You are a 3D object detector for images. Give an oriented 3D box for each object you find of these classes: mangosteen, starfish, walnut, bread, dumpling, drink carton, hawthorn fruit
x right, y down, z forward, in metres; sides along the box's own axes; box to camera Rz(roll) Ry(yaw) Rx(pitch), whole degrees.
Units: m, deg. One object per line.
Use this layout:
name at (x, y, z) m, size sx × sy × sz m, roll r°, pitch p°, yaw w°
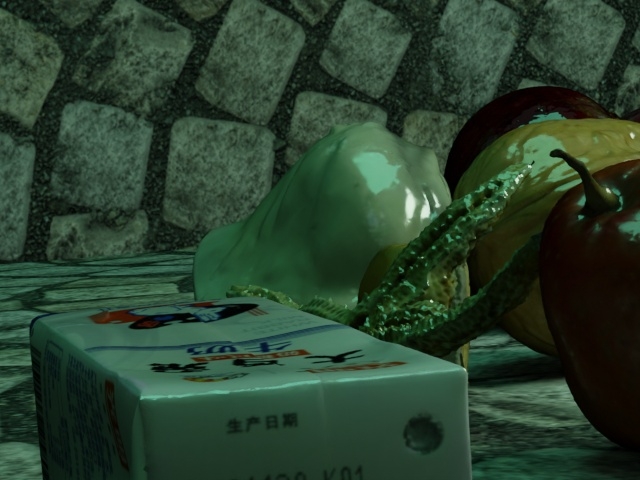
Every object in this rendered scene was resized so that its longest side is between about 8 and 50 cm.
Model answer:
mangosteen at (0.200, -0.007, 1.717) m, size 0.261 × 0.235 × 0.235 m, roll -46°, pitch -1°, yaw 6°
starfish at (0.010, 0.057, 1.208) m, size 0.347 × 0.078 × 0.358 m, roll -34°, pitch 11°, yaw -5°
walnut at (0.206, -0.003, 1.407) m, size 0.225 × 0.193 × 0.193 m, roll 9°, pitch -4°, yaw -35°
bread at (0.067, 0.054, 1.334) m, size 0.082 × 0.106 × 0.125 m, roll -3°, pitch 2°, yaw -2°
dumpling at (0.000, 0.000, 1.650) m, size 0.243 × 0.187 × 0.318 m, roll -14°, pitch 17°, yaw -5°
drink carton at (-0.044, 0.089, 0.810) m, size 0.130 × 0.106 × 0.315 m, roll -6°, pitch 4°, yaw -15°
hawthorn fruit at (0.176, 0.017, 0.981) m, size 0.162 × 0.203 × 0.162 m, roll -33°, pitch 14°, yaw 9°

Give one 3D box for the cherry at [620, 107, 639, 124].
cherry at (0.414, -0.053, 2.095) m, size 0.230 × 0.203 × 0.300 m, roll -5°, pitch -11°, yaw 7°
